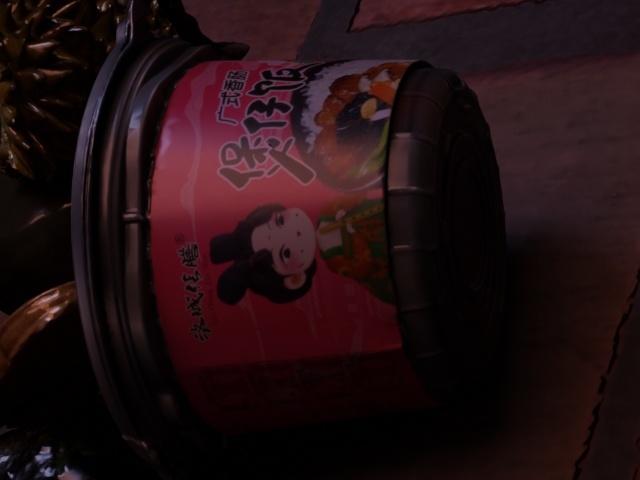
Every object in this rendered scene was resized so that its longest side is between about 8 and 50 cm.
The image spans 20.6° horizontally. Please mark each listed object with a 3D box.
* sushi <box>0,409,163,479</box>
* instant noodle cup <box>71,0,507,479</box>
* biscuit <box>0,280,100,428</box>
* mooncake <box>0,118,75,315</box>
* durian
[{"bbox_3d":[-0.146,0.195,0.977,0.127,0.124,0.225,-25,35,18],"label":"sushi"},{"bbox_3d":[0.000,0.000,0.973,0.181,0.302,0.258,-4,17,19],"label":"instant noodle cup"},{"bbox_3d":[-0.154,0.068,1.049,0.162,0.250,0.035,-29,76,-15],"label":"biscuit"},{"bbox_3d":[-0.155,-0.037,1.214,0.228,0.124,0.228,-27,35,21],"label":"mooncake"},{"bbox_3d":[-0.172,-0.125,1.160,0.139,0.144,0.252,-65,30,29],"label":"durian"}]
